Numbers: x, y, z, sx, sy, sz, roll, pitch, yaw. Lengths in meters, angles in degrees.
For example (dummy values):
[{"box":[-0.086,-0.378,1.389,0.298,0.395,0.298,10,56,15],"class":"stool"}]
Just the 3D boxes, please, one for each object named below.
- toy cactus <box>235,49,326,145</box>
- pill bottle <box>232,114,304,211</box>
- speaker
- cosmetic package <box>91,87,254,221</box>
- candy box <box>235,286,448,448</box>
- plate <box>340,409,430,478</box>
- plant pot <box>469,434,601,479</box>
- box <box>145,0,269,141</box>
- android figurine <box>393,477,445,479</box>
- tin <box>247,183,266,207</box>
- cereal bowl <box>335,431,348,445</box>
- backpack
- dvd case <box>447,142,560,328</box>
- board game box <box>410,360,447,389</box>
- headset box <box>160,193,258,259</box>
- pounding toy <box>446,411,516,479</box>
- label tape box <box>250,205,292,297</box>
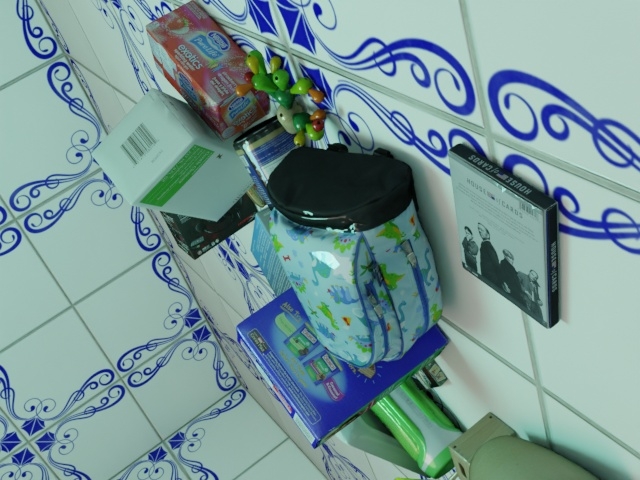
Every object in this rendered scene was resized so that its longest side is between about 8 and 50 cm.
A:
[{"box":[-0.064,-0.239,1.477,0.219,0.112,0.180,41,169,18],"class":"toy cactus"},{"box":[-0.070,-0.128,1.627,0.219,0.122,0.123,60,162,-14],"class":"pill bottle"},{"box":[0.196,0.385,1.848,0.296,0.131,0.131,47,161,27],"class":"speaker"},{"box":[-0.284,-0.171,1.752,0.155,0.197,0.365,49,-166,17],"class":"cosmetic package"},{"box":[0.040,0.195,1.595,0.268,0.317,0.122,53,164,14],"class":"candy box"},{"box":[0.130,0.412,1.944,0.277,0.045,0.278,29,-162,-31],"class":"plate"},{"box":[0.359,0.456,1.399,0.257,0.256,0.274,62,177,-19],"class":"plant pot"},{"box":[-0.226,-0.341,1.655,0.257,0.122,0.128,48,162,23],"class":"box"},{"box":[0.279,0.559,1.828,0.272,0.248,0.056,-20,62,60],"class":"android figurine"},{"box":[-0.181,-0.164,2.008,0.190,0.040,0.106,52,159,11],"class":"tin"},{"box":[0.041,0.378,2.221,0.339,0.141,0.339,48,161,23],"class":"cereal bowl"},{"box":[0.068,0.043,1.416,0.290,0.273,0.356,16,152,44],"class":"backpack"},{"box":[0.255,-0.004,1.142,0.179,0.029,0.239,41,157,41],"class":"dvd case"},{"box":[0.165,0.204,1.764,0.260,0.030,0.136,55,165,3],"class":"board game box"},{"box":[-0.314,-0.134,2.111,0.110,0.218,0.293,33,151,49],"class":"headset box"},{"box":[0.309,0.427,1.610,0.100,0.130,0.141,36,154,48],"class":"pounding toy"},{"box":[-0.031,0.101,1.903,0.348,0.115,0.249,57,163,13],"class":"label tape box"}]
